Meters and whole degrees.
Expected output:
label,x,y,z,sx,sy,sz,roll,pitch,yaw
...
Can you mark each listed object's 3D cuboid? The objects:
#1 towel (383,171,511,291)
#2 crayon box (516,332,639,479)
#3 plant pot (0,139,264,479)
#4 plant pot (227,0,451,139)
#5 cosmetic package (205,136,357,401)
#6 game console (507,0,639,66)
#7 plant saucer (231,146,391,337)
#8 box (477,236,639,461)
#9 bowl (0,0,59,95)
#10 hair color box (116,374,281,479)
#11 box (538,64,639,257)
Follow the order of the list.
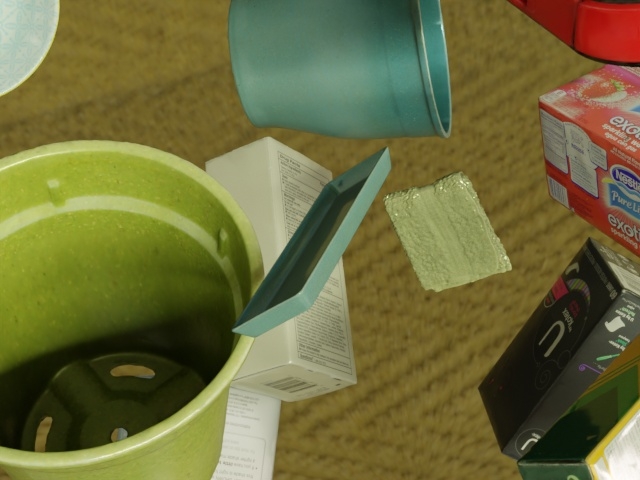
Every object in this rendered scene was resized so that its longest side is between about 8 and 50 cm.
label,x,y,z,sx,sy,sz,roll,pitch,yaw
towel,0.142,-0.007,1.438,0.110,0.148,0.027,-17,33,22
crayon box,0.332,0.216,1.225,0.323,0.083,0.203,-33,105,-42
plant pot,-0.176,0.104,1.013,0.276,0.254,0.276,0,56,1
plant pot,0.024,-0.249,1.656,0.255,0.271,0.272,-8,78,12
cosmetic package,-0.053,0.041,1.669,0.113,0.160,0.309,-20,64,28
game console,0.331,-0.269,1.088,0.386,0.342,0.060,-19,121,-12
plant saucer,0.000,0.000,0.887,0.067,0.192,0.018,-30,109,36
box,0.346,0.161,1.657,0.143,0.165,0.270,27,109,-16
bowl,-0.543,-0.354,1.866,0.289,0.156,0.289,-9,112,-24
hair color box,-0.172,0.371,1.628,0.185,0.113,0.374,17,73,-37
box,0.340,-0.066,1.253,0.122,0.128,0.257,-27,37,-16
